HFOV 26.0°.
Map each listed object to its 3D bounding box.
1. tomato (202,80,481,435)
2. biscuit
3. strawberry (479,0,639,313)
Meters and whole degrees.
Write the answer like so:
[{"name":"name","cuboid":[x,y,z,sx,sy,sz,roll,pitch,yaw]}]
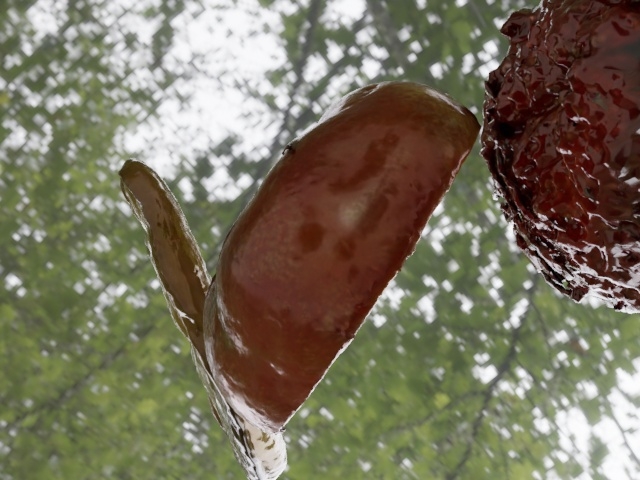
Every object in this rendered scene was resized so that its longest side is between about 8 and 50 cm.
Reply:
[{"name":"tomato","cuboid":[0.000,0.000,0.858,0.095,0.237,0.237,33,-104,1]},{"name":"biscuit","cuboid":[-0.088,0.080,1.117,0.045,0.299,0.154,-25,-141,-8]},{"name":"strawberry","cuboid":[0.222,-0.084,0.931,0.274,0.220,0.274,1,-87,30]}]
